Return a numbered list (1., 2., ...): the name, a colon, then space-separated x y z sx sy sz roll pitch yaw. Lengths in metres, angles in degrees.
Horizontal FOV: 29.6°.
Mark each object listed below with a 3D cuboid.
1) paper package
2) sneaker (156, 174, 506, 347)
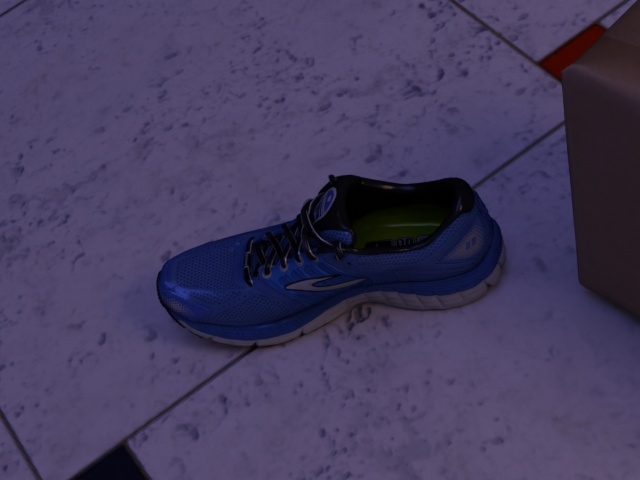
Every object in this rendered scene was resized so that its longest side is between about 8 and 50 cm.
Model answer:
1. paper package: 0.367 -0.023 0.932 0.325 0.309 0.168 33 67 33
2. sneaker: 0.000 0.000 1.131 0.330 0.147 0.130 -13 52 8
